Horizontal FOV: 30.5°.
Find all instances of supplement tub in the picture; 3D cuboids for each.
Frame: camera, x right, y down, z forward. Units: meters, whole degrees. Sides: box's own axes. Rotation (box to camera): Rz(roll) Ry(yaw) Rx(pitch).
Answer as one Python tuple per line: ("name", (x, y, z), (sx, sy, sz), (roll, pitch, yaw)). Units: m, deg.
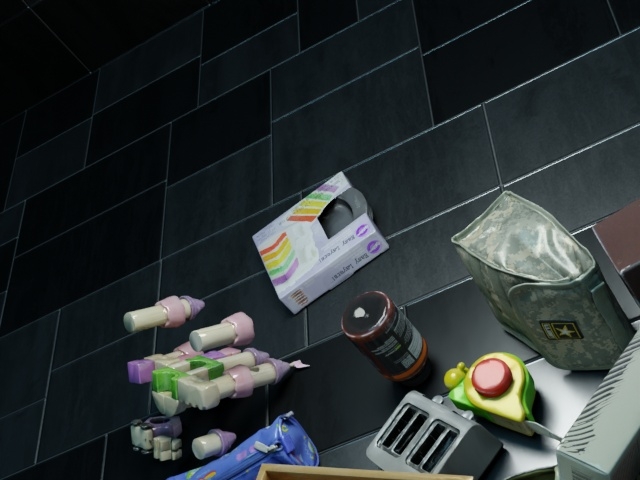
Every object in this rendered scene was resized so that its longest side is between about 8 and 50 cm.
("supplement tub", (0.127, 0.187, 2.139), (0.106, 0.198, 0.106), (-22, 41, 21))

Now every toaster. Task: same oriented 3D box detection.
("toaster", (0.186, 0.363, 1.990), (0.186, 0.110, 0.168), (-52, 38, -12))

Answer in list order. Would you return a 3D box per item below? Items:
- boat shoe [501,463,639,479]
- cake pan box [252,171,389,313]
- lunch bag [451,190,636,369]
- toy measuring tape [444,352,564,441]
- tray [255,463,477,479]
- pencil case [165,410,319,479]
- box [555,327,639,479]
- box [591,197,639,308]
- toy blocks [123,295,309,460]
("boat shoe", (0.382, 0.385, 1.829), (0.223, 0.073, 0.080), (-17, 43, 28))
("cake pan box", (0.000, 0.000, 2.538), (0.267, 0.070, 0.246), (-35, 40, 8))
("lunch bag", (0.391, 0.085, 1.981), (0.169, 0.235, 0.287), (-42, 37, -9))
("toy measuring tape", (0.353, 0.262, 1.955), (0.330, 0.121, 0.121), (16, 64, 37))
("tray", (0.052, 0.471, 1.864), (0.411, 0.076, 0.203), (-4, 51, 35))
("pencil case", (-0.152, 0.439, 2.192), (0.306, 0.133, 0.119), (-31, 65, 15))
("box", (0.470, 0.266, 1.788), (0.094, 0.113, 0.275), (22, 56, 34))
("box", (0.659, -0.025, 1.898), (0.381, 0.191, 0.143), (-32, 39, 10))
("toy blocks", (-0.213, 0.274, 2.376), (0.260, 0.309, 0.288), (-13, 16, -43))
